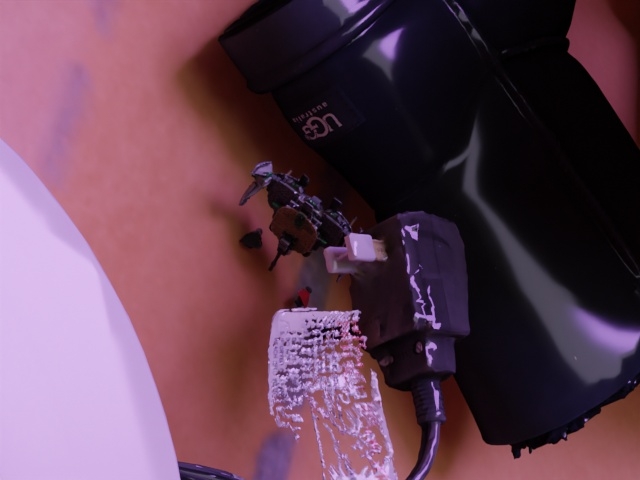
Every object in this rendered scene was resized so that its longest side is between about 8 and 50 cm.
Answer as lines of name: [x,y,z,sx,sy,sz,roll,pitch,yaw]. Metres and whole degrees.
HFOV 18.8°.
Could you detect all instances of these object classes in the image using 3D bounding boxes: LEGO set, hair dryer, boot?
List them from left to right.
hair dryer: [-0.039,0.136,0.623,0.224,0.080,0.293,-6,79,-21]
LEGO set: [-0.002,0.001,0.704,0.023,0.054,0.083,-52,144,-35]
boot: [0.090,-0.058,0.778,0.207,0.094,0.246,55,50,-15]

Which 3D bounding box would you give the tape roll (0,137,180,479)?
tape roll: [-0.173,0.081,0.424,0.246,0.169,0.246,16,66,-40]
